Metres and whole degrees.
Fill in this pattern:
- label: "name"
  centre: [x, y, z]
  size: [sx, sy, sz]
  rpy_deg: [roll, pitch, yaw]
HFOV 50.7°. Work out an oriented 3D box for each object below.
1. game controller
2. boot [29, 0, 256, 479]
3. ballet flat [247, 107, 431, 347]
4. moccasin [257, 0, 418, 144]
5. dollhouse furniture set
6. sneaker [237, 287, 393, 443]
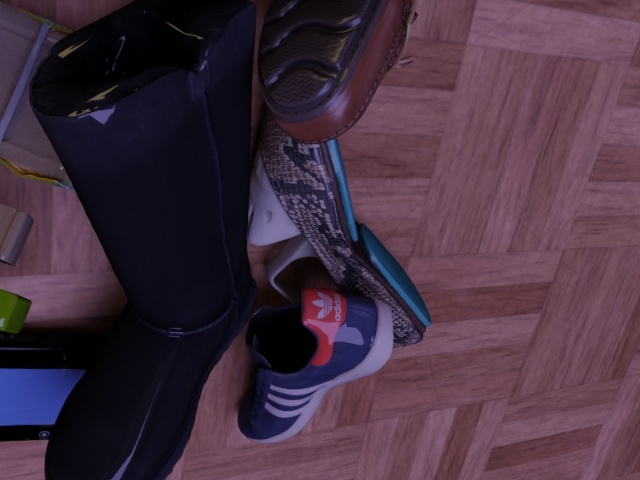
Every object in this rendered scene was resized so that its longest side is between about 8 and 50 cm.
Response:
- label: "game controller"
  centre: [-0.343, 0.192, 0.867]
  size: [0.319, 0.067, 0.166]
  rpy_deg: [7, 113, -30]
- label: "boot"
  centre: [-0.175, 0.032, 0.646]
  size: [0.146, 0.367, 0.445]
  rpy_deg: [20, 143, 7]
- label: "ballet flat"
  centre: [0.000, 0.000, 0.901]
  size: [0.182, 0.164, 0.482]
  rpy_deg: [-23, 129, 8]
- label: "moccasin"
  centre: [0.033, -0.223, 0.682]
  size: [0.139, 0.380, 0.147]
  rpy_deg: [-12, 132, 20]
- label: "dollhouse furniture set"
  centre: [-0.338, -0.077, 0.680]
  size: [0.198, 0.151, 0.301]
  rpy_deg: [22, 76, -15]
- label: "sneaker"
  centre: [-0.056, 0.166, 0.921]
  size: [0.148, 0.131, 0.350]
  rpy_deg: [20, 133, -25]
